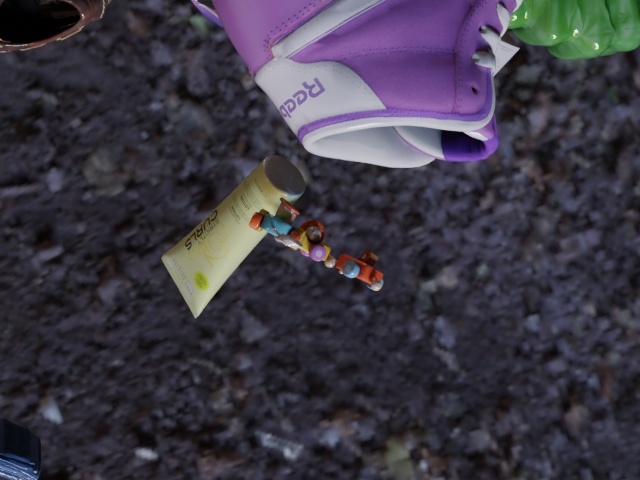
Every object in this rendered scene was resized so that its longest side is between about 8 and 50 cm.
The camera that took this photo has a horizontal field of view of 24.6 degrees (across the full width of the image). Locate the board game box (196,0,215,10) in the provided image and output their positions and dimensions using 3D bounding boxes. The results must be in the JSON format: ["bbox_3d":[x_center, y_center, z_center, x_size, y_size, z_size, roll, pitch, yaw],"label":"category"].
[{"bbox_3d":[-0.025,-0.288,1.243,0.136,0.259,0.030,23,41,-35],"label":"board game box"}]

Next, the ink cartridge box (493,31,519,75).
[{"bbox_3d":[0.163,-0.221,1.765,0.052,0.122,0.088,12,39,-51],"label":"ink cartridge box"}]

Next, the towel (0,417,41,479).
[{"bbox_3d":[-0.336,0.199,1.475,0.119,0.029,0.067,25,31,-27],"label":"towel"}]

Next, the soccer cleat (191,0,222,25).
[{"bbox_3d":[-0.134,-0.347,2.001,0.116,0.318,0.109,21,92,-4],"label":"soccer cleat"}]

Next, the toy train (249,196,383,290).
[{"bbox_3d":[0.000,0.000,1.641,0.166,0.125,0.046,29,88,-43],"label":"toy train"}]

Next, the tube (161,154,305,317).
[{"bbox_3d":[-0.109,-0.007,1.763,0.062,0.240,0.070,29,40,-22],"label":"tube"}]

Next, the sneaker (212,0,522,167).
[{"bbox_3d":[0.077,-0.125,0.801,0.282,0.102,0.161,-25,83,-30],"label":"sneaker"}]

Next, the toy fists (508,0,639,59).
[{"bbox_3d":[0.249,-0.210,1.162,0.279,0.096,0.142,-3,84,-27],"label":"toy fists"}]

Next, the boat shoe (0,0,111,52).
[{"bbox_3d":[-0.305,-0.224,1.455,0.073,0.207,0.073,61,33,-29],"label":"boat shoe"}]
